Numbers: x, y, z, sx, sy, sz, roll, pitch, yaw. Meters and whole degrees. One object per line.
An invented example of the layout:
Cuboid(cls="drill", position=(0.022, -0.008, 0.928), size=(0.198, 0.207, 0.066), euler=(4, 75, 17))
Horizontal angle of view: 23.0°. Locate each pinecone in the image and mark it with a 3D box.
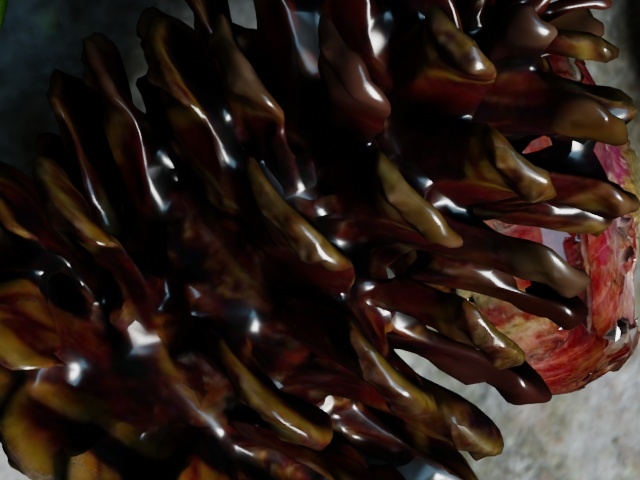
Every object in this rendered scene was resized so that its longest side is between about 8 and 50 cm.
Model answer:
Cuboid(cls="pinecone", position=(0.000, -0.001, 0.603), size=(0.246, 0.246, 0.292), euler=(37, 106, -30))

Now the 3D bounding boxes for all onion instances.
Cuboid(cls="onion", position=(0.085, -0.016, 0.764), size=(0.184, 0.147, 0.184), euler=(1, 90, -71))

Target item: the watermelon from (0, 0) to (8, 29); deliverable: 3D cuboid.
Cuboid(cls="watermelon", position=(-0.166, -0.097, 0.605), size=(0.109, 0.109, 0.109), euler=(-3, 96, -33))
